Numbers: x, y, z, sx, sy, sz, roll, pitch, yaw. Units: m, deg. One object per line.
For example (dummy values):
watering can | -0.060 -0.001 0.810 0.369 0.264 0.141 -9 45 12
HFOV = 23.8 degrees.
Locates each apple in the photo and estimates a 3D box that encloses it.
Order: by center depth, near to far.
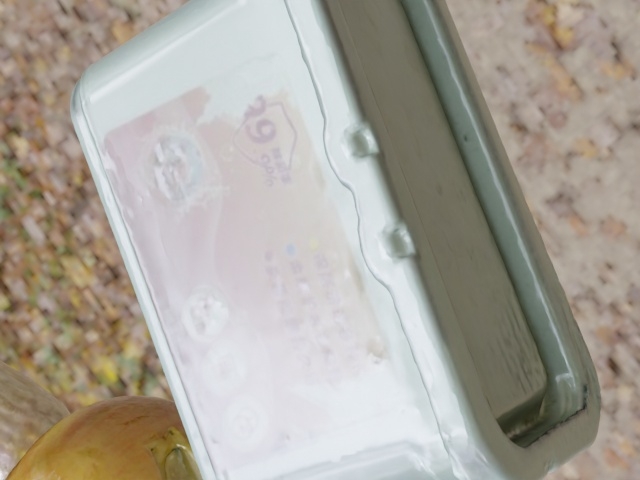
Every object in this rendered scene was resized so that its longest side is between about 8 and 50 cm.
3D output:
apple | -0.150 0.204 1.141 0.199 0.199 0.199 39 150 27

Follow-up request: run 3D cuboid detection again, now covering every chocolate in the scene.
chocolate | -0.360 0.162 1.504 0.309 0.134 0.134 38 155 -8

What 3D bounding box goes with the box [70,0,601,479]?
box | 0.000 0.000 0.819 0.182 0.175 0.312 -24 85 27
